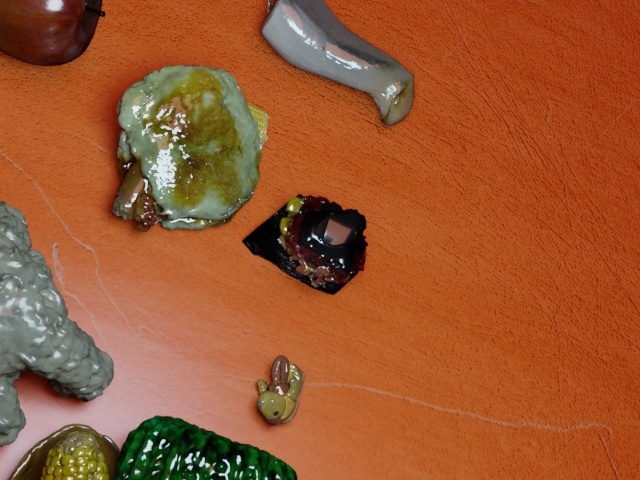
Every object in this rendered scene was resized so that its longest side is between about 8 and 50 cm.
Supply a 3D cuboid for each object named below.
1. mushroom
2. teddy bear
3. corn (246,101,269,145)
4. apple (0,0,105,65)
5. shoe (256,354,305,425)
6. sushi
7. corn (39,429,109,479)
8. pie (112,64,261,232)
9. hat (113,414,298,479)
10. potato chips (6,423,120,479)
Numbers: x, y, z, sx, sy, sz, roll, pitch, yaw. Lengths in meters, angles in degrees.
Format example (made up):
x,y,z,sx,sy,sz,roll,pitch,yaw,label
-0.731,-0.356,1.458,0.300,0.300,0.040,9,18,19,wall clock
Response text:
x,y,z,sx,sy,sz,roll,pitch,yaw,label
0.039,-0.342,2.047,0.328,0.122,0.159,36,73,-7,mushroom
-0.531,0.149,1.654,0.367,0.224,0.357,-33,88,-11,teddy bear
-0.168,-0.213,1.960,0.165,0.063,0.085,16,47,-17,corn
-0.452,-0.390,1.831,0.234,0.234,0.234,6,71,-19,apple
-0.068,0.240,1.845,0.109,0.072,0.069,-53,134,-22,shoe
0.000,0.000,1.902,0.153,0.150,0.172,-41,90,-27,sushi
-0.356,0.431,1.613,0.119,0.119,0.322,2,89,-20,corn
-0.213,-0.149,1.875,0.257,0.105,0.275,1,92,-27,pie
-0.192,0.438,1.652,0.274,0.242,0.332,18,80,4,hat
-0.384,0.364,1.689,0.150,0.049,0.202,45,70,-20,potato chips
